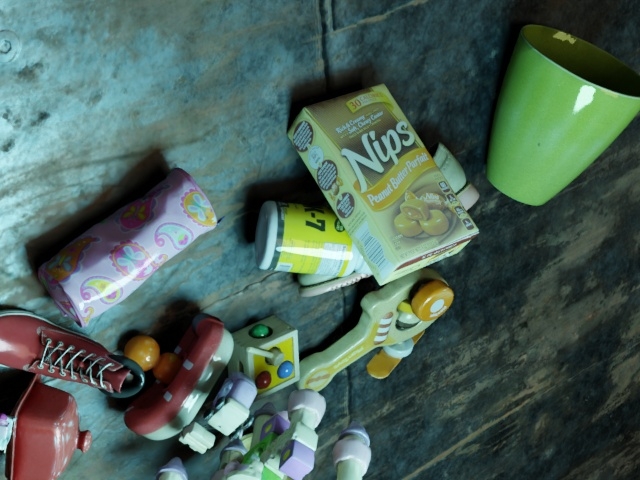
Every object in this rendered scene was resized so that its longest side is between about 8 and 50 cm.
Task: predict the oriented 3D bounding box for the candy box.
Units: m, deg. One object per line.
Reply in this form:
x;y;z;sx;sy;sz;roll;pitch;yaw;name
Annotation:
0.104;-0.100;1.945;0.183;0.316;0.087;-21;163;-34;candy box

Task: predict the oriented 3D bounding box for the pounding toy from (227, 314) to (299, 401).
-0.102;0.207;2.052;0.130;0.100;0.141;-23;125;-33;pounding toy

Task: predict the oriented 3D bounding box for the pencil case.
-0.290;0.009;1.769;0.284;0.124;0.124;-39;132;-22;pencil case

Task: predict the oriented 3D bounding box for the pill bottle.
0.000;0.000;1.971;0.209;0.119;0.119;6;109;-14;pill bottle

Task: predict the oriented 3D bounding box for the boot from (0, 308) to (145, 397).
-0.384;0.174;1.720;0.244;0.176;0.088;21;88;-46;boot

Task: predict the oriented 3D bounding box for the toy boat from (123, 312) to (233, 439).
-0.258;0.211;1.910;0.151;0.151;0.231;33;87;-16;toy boat

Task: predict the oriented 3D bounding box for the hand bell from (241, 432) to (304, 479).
-0.076;0.458;2.225;0.126;0.126;0.242;-55;149;-6;hand bell

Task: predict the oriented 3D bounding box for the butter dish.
-0.409;0.300;1.765;0.118;0.160;0.159;8;110;-1;butter dish

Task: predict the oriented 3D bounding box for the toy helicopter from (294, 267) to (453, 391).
0.100;0.185;2.228;0.355;0.140;0.235;-34;145;-9;toy helicopter

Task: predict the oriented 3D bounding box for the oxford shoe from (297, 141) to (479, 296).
0.102;-0.037;2.123;0.397;0.140;0.146;-34;102;-21;oxford shoe

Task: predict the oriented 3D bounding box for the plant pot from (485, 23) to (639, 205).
0.449;-0.224;2.245;0.275;0.275;0.293;-2;128;-42;plant pot

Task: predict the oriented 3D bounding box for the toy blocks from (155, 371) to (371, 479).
-0.104;0.343;1.968;0.309;0.260;0.288;37;120;-17;toy blocks

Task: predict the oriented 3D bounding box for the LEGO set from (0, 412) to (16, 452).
-0.577;0.227;1.634;0.287;0.132;0.107;11;86;-16;LEGO set
